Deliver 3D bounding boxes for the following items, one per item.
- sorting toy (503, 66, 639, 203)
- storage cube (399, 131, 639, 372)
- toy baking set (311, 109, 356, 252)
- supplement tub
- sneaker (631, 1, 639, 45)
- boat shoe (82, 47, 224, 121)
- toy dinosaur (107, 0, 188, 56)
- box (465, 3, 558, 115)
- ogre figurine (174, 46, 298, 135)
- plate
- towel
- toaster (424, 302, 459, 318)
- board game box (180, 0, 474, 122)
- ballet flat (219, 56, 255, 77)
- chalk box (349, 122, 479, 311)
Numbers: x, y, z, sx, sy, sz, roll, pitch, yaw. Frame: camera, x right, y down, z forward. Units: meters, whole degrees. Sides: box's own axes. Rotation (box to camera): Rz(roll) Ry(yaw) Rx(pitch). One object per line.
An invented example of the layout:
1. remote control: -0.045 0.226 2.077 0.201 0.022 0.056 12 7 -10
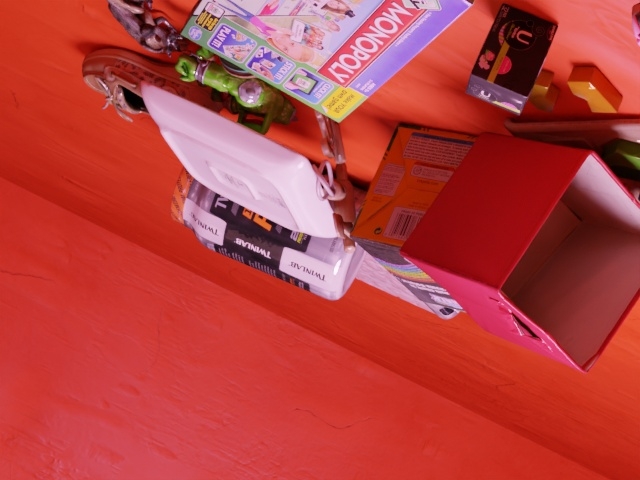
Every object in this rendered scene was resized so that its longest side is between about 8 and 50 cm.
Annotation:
1. sorting toy: 0.319 -0.097 1.312 0.229 0.041 0.307 10 160 49
2. storage cube: 0.248 0.007 1.333 0.183 0.215 0.193 40 170 -31
3. toy baking set: 0.015 -0.080 1.566 0.030 0.256 0.197 -12 145 10
4. supplement tub: -0.076 -0.042 1.917 0.316 0.194 0.193 22 167 9
5. sneaker: 0.322 -0.177 1.014 0.119 0.047 0.057 32 143 -29
6. boat shoe: -0.272 -0.227 1.777 0.285 0.089 0.104 15 164 36
7. toy dinosaur: -0.239 -0.303 1.498 0.118 0.064 0.268 24 165 37
8. box: 0.188 -0.178 1.138 0.062 0.083 0.052 23 167 7
9. ogre figurine: -0.103 -0.201 1.563 0.118 0.097 0.197 27 164 25
10. plate: -0.115 -0.100 1.642 0.278 0.045 0.277 26 166 20
11. towel: 0.117 0.028 2.149 0.317 0.053 0.332 24 166 8
12. toaster: 0.164 0.023 1.819 0.186 0.110 0.168 45 -179 26
13. board game box: -0.001 -0.244 1.190 0.213 0.046 0.317 29 155 -13
14. ballet flat: -0.050 -0.227 1.423 0.067 0.073 0.206 24 172 -34
15. chalk box: 0.206 -0.006 1.583 0.180 0.179 0.289 14 164 37
